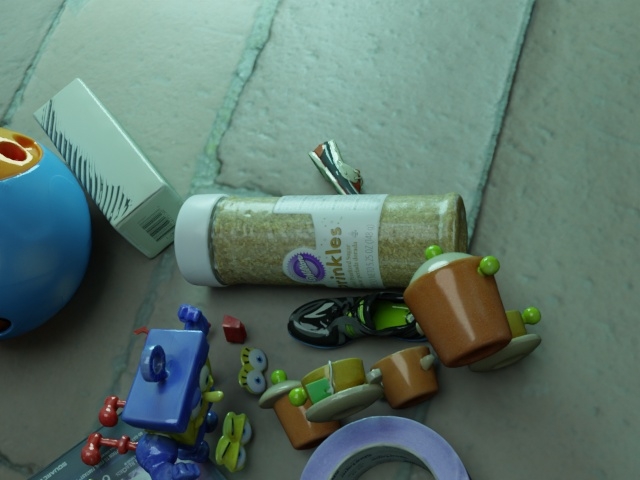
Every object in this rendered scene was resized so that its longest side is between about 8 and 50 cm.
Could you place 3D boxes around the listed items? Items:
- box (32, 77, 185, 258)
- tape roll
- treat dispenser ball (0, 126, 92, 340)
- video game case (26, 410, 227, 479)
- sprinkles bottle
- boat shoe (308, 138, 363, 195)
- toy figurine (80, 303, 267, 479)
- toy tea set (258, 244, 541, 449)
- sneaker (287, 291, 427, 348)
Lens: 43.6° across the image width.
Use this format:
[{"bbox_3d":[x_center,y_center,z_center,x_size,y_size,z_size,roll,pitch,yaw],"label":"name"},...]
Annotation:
[{"bbox_3d":[-0.300,-0.108,1.159,0.094,0.113,0.275,-41,58,-4],"label":"box"},{"bbox_3d":[0.073,0.289,0.852,0.189,0.080,0.189,-7,61,13],"label":"tape roll"},{"bbox_3d":[-0.448,-0.008,1.049,0.288,0.288,0.288,-7,62,14],"label":"treat dispenser ball"},{"bbox_3d":[-0.198,0.325,0.920,0.196,0.026,0.274,-35,56,-22],"label":"video game case"},{"bbox_3d":[0.000,0.000,1.001,0.355,0.121,0.121,0,64,17],"label":"sprinkles bottle"},{"bbox_3d":[0.033,-0.086,1.080,0.043,0.049,0.137,-33,54,-4],"label":"boat shoe"},{"bbox_3d":[-0.188,0.195,0.859,0.191,0.217,0.363,8,55,9],"label":"toy figurine"},{"bbox_3d":[0.070,0.114,0.878,0.336,0.200,0.124,-25,67,10],"label":"toy tea set"},{"bbox_3d":[0.049,0.088,0.964,0.188,0.078,0.067,-4,62,16],"label":"sneaker"}]
